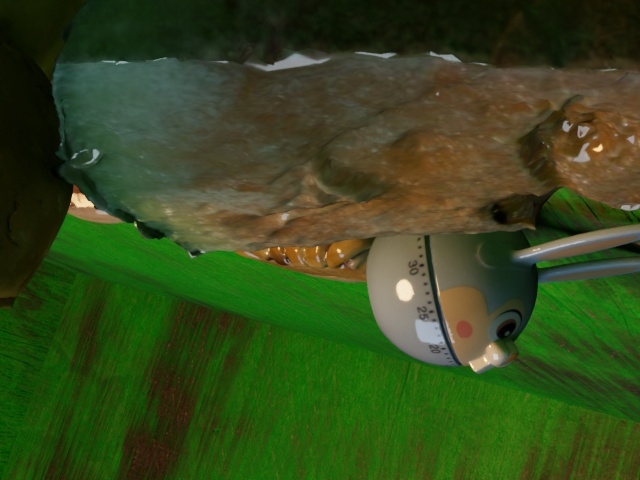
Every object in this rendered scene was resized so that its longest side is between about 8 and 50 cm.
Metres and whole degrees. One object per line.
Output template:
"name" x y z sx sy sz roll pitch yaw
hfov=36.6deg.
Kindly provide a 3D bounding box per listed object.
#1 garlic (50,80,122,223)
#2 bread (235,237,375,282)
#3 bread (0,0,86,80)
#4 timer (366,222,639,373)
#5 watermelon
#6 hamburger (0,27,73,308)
"garlic" -0.191 -0.079 0.924 0.198 0.128 0.090 14 -166 30
"bread" 0.000 0.000 1.122 0.225 0.081 0.134 6 169 44
"bread" -0.175 -0.147 0.532 0.114 0.129 0.111 28 151 -19
"timer" 0.164 0.047 0.868 0.255 0.175 0.175 13 169 21
"watermelon" 0.035 -0.090 0.479 0.302 0.151 0.264 -1 164 6
"hamburger" -0.205 -0.041 0.414 0.108 0.213 0.214 -33 143 23
